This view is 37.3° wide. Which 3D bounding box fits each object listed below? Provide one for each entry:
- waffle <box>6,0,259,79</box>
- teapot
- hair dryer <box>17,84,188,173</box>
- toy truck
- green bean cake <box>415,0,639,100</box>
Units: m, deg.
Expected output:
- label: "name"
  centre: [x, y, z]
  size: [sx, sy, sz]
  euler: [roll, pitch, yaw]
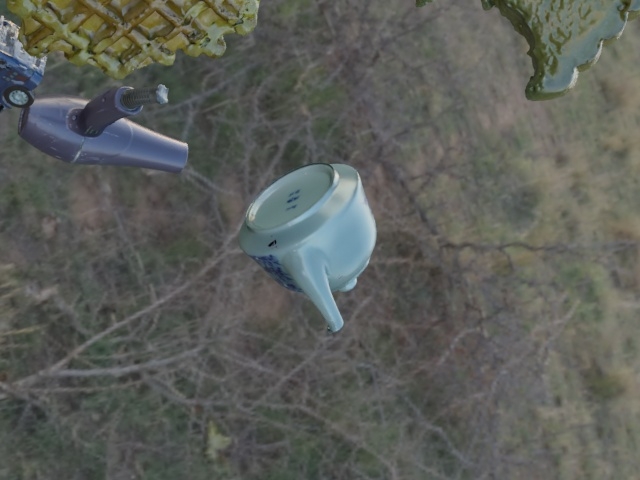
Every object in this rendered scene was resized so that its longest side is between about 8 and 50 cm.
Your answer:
- label: "waffle"
  centre: [-0.154, -0.252, 0.855]
  size: [0.291, 0.291, 0.051]
  euler: [28, 33, -53]
- label: "teapot"
  centre: [0.000, 0.000, 1.102]
  size: [0.159, 0.159, 0.232]
  euler: [56, 23, -28]
- label: "hair dryer"
  centre: [-0.325, -0.196, 1.608]
  size: [0.301, 0.361, 0.121]
  euler: [13, 78, -29]
- label: "toy truck"
  centre: [-0.367, -0.149, 0.971]
  size: [0.088, 0.202, 0.074]
  euler: [36, 36, -36]
- label: "green bean cake"
  centre: [0.242, -0.297, 1.056]
  size: [0.236, 0.233, 0.124]
  euler: [46, 13, 10]
